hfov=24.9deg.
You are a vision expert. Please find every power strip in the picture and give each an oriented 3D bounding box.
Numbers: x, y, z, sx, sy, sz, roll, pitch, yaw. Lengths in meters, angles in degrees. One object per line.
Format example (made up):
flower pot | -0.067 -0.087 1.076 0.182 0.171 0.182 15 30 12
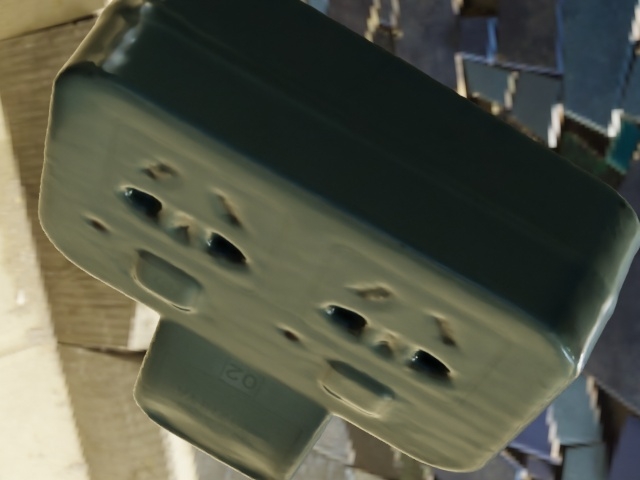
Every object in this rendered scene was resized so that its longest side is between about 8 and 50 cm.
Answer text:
power strip | 0.000 0.000 0.660 0.229 0.261 0.141 30 61 2
